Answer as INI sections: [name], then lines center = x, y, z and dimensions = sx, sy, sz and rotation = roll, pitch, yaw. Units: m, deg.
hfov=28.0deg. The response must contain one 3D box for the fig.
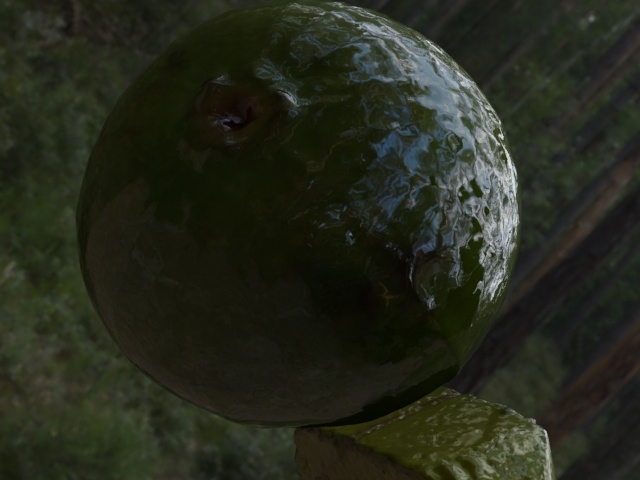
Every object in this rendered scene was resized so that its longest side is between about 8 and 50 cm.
[fig]
center = 0.000, 0.000, 0.885
dimensions = 0.316, 0.316, 0.316
rotation = 44, -2, 2

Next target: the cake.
[cake]
center = 0.099, 0.233, 1.111
dimensions = 0.260, 0.156, 0.179
rotation = 16, -57, 57
